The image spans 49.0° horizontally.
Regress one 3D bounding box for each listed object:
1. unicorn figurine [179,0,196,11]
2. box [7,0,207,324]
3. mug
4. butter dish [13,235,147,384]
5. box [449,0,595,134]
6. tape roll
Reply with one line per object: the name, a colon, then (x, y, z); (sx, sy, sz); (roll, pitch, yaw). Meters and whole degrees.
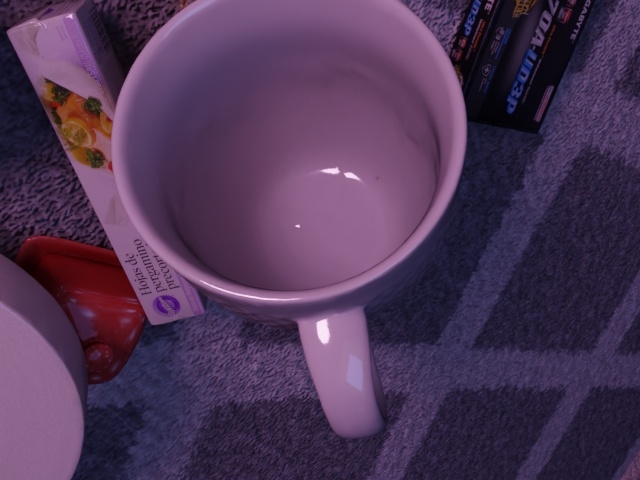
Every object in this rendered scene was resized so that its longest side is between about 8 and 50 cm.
unicorn figurine: (-0.075, -0.219, 0.699); (0.111, 0.060, 0.161); (-28, 134, -12)
box: (-0.189, -0.063, 0.674); (0.063, 0.067, 0.323); (-13, 123, 6)
mug: (0.000, 0.000, 0.672); (0.276, 0.373, 0.328); (-14, 164, 2)
butter dish: (-0.251, 0.095, 0.740); (0.160, 0.118, 0.160); (17, 107, -42)
box: (0.257, -0.258, 0.916); (0.175, 0.051, 0.220); (3, 116, -37)
tape roll: (-0.411, 0.152, 0.621); (0.392, 0.072, 0.391); (-7, 122, -11)
